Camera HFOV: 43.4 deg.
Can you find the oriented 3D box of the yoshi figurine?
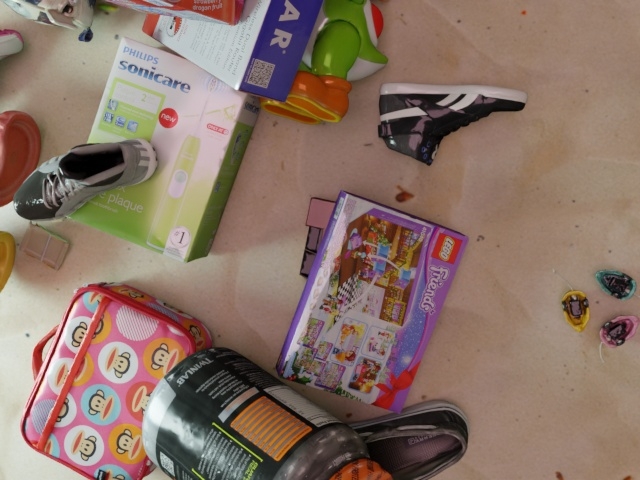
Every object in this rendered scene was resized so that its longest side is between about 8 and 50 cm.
[{"bbox_3d":[-0.001,-0.361,1.144,0.204,0.203,0.362,17,86,19],"label":"yoshi figurine"}]

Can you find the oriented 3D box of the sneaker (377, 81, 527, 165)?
[{"bbox_3d":[0.193,-0.170,1.196,0.217,0.079,0.121,5,98,15],"label":"sneaker"}]

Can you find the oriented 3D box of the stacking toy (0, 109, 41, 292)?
[{"bbox_3d":[-0.552,-0.062,1.193,0.130,0.279,0.308,16,92,4],"label":"stacking toy"}]

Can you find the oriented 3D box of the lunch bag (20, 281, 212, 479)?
[{"bbox_3d":[-0.336,0.216,1.270,0.258,0.120,0.293,25,95,9],"label":"lunch bag"}]

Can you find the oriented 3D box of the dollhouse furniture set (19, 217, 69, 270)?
[{"bbox_3d":[-0.426,-0.034,1.304,0.076,0.058,0.151,28,116,-3],"label":"dollhouse furniture set"}]

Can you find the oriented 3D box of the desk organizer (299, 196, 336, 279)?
[{"bbox_3d":[0.000,0.000,1.243,0.050,0.047,0.130,13,95,8],"label":"desk organizer"}]

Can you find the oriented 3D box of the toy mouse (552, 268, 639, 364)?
[{"bbox_3d":[0.436,0.099,1.204,0.143,0.031,0.161,-16,92,8],"label":"toy mouse"}]

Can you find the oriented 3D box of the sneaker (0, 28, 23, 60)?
[{"bbox_3d":[-0.574,-0.246,1.274,0.252,0.103,0.111,-32,119,-2],"label":"sneaker"}]

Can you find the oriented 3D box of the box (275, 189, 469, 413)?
[{"bbox_3d":[0.075,0.094,1.209,0.201,0.057,0.293,19,96,-12],"label":"box"}]

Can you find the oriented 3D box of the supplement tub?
[{"bbox_3d":[-0.076,0.308,1.130,0.338,0.207,0.207,27,98,36],"label":"supplement tub"}]

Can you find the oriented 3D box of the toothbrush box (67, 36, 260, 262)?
[{"bbox_3d":[-0.234,-0.134,1.224,0.206,0.122,0.283,22,95,6],"label":"toothbrush box"}]

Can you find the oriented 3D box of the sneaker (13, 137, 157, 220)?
[{"bbox_3d":[-0.351,-0.090,1.116,0.229,0.132,0.086,-22,89,10],"label":"sneaker"}]

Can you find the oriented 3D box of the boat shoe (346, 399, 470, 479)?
[{"bbox_3d":[0.066,0.335,1.221,0.335,0.119,0.121,-27,91,8],"label":"boat shoe"}]

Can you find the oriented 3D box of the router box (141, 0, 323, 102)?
[{"bbox_3d":[-0.099,-0.397,1.095,0.301,0.082,0.335,37,112,44],"label":"router box"}]

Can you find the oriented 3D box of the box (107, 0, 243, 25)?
[{"bbox_3d":[-0.213,-0.366,1.057,0.257,0.128,0.122,24,102,48],"label":"box"}]

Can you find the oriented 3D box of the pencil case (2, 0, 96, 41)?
[{"bbox_3d":[-0.339,-0.510,1.186,0.184,0.160,0.410,29,97,26],"label":"pencil case"}]
